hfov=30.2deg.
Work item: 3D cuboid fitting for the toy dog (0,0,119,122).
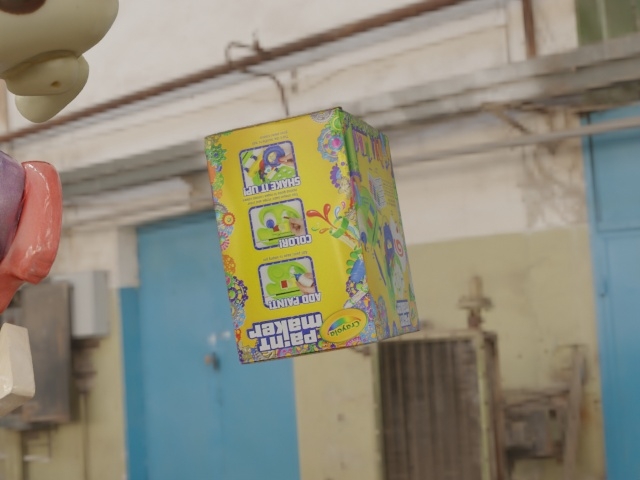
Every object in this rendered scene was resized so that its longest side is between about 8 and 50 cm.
[{"bbox_3d":[-0.508,-0.321,1.700,0.395,0.285,0.408,-9,1,37],"label":"toy dog"}]

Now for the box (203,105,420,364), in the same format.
[{"bbox_3d":[0.000,0.000,1.510,0.177,0.279,0.290,-11,-5,14],"label":"box"}]

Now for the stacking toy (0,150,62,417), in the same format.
[{"bbox_3d":[-0.367,0.064,1.097,0.130,0.280,0.309,20,-42,-31],"label":"stacking toy"}]
